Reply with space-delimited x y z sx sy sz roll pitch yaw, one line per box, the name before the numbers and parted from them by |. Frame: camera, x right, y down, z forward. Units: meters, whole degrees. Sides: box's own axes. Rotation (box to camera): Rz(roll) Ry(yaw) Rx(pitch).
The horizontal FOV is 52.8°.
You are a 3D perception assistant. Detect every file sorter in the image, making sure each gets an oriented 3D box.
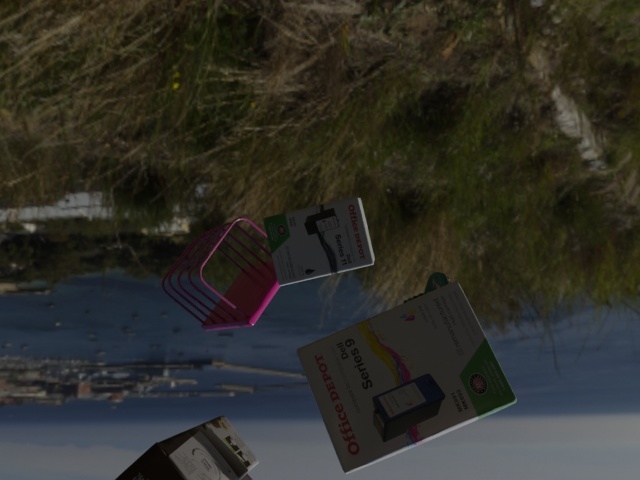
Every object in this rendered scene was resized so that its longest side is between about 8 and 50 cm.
file sorter | -0.234 0.080 1.558 0.182 0.202 0.291 43 152 -18

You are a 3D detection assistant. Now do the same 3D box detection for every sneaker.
sneaker | 0.269 0.183 1.697 0.110 0.275 0.107 33 144 -5

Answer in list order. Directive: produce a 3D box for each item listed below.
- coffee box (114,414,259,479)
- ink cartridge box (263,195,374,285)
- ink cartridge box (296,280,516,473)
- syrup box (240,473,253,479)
coffee box | -0.235 0.404 1.067 0.168 0.119 0.297 -41 168 2
ink cartridge box | 0.000 0.000 1.374 0.209 0.152 0.087 -14 -179 5
ink cartridge box | 0.098 0.164 0.770 0.213 0.154 0.093 -23 162 2
syrup box | -0.184 0.539 1.289 0.093 0.096 0.237 -41 -178 -3
